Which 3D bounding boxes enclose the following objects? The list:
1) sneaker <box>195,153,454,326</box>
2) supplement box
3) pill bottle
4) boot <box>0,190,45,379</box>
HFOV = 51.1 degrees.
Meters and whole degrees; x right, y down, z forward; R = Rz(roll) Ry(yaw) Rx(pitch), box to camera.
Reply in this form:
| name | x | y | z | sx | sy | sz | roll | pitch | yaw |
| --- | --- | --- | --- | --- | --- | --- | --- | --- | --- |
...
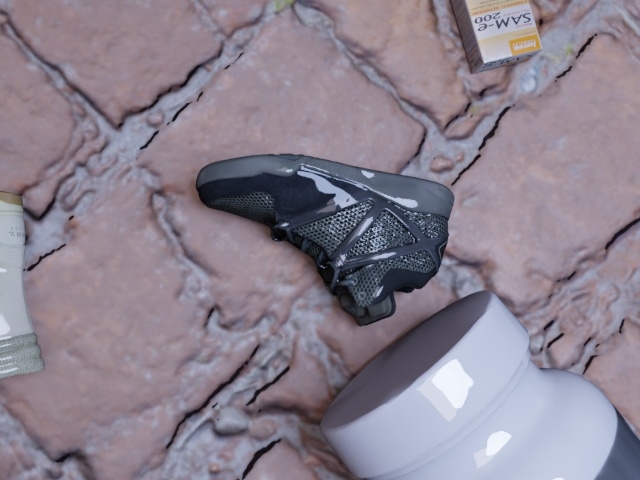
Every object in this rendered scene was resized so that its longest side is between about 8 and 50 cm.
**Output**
| name | x | y | z | sx | sy | sz | roll | pitch | yaw |
| --- | --- | --- | --- | --- | --- | --- | --- | --- | --- |
| sneaker | 0.000 | 0.000 | 0.578 | 0.227 | 0.087 | 0.131 | 11 | 77 | -10 |
| supplement box | 0.165 | -0.217 | 0.641 | 0.062 | 0.036 | 0.099 | -16 | 87 | -7 |
| pill bottle | 0.174 | 0.234 | 0.515 | 0.210 | 0.210 | 0.363 | -39 | 90 | -8 |
| boot | -0.343 | 0.054 | 0.545 | 0.213 | 0.077 | 0.165 | -10 | 89 | -7 |
